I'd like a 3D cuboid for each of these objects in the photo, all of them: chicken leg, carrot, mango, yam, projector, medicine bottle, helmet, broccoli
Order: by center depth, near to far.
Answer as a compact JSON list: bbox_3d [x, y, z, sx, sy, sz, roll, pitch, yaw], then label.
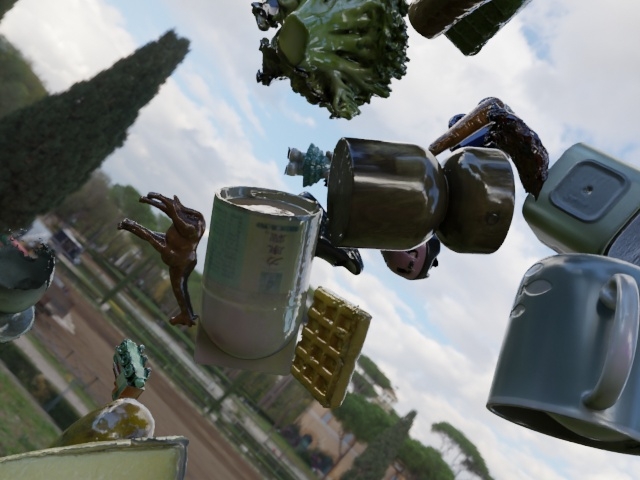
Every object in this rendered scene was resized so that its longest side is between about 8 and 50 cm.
[{"bbox_3d":[0.241,-0.347,0.811,0.081,0.081,0.357,50,-30,-16],"label":"yam"},{"bbox_3d":[0.016,-0.421,1.288,0.272,0.334,0.324,5,48,-40],"label":"broccoli"},{"bbox_3d":[-0.144,0.102,1.398,0.236,0.236,0.406,28,-66,47],"label":"medicine bottle"},{"bbox_3d":[0.443,-0.205,1.429,0.234,0.063,0.105,52,-45,8],"label":"chicken leg"},{"bbox_3d":[-0.526,0.489,1.442,0.176,0.329,0.175,50,-1,-37],"label":"mango"},{"bbox_3d":[0.351,-0.272,1.576,0.059,0.248,0.059,55,-2,3],"label":"carrot"},{"bbox_3d":[0.693,-0.062,1.581,0.248,0.248,0.249,40,2,-45],"label":"projector"},{"bbox_3d":[0.238,0.003,1.839,0.253,0.154,0.198,57,-41,45],"label":"helmet"}]

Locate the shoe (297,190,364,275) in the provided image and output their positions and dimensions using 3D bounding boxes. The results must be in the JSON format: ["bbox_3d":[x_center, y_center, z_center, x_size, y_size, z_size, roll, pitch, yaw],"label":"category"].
[{"bbox_3d":[0.000,0.000,1.516,0.241,0.093,0.108,53,-18,6],"label":"shoe"}]

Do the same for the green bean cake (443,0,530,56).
[{"bbox_3d":[0.334,-0.464,1.140,0.125,0.222,0.248,45,-11,1],"label":"green bean cake"}]

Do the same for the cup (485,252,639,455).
[{"bbox_3d":[0.426,0.161,1.006,0.259,0.274,0.356,14,-20,12],"label":"cup"}]

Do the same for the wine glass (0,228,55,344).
[{"bbox_3d":[-0.841,0.130,1.738,0.190,0.190,0.357,44,-46,4],"label":"wine glass"}]

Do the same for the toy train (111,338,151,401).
[{"bbox_3d":[-0.539,0.361,1.781,0.074,0.118,0.176,28,16,-43],"label":"toy train"}]

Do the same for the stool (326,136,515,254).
[{"bbox_3d":[0.153,-0.070,1.037,0.264,0.179,0.179,3,-11,-11],"label":"stool"}]

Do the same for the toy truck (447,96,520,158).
[{"bbox_3d":[0.463,-0.275,1.769,0.161,0.213,0.177,61,1,-37],"label":"toy truck"}]

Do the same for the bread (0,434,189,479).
[{"bbox_3d":[-0.402,0.461,0.938,0.242,0.345,0.405,-6,-20,14],"label":"bread"}]

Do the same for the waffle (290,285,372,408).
[{"bbox_3d":[0.021,0.257,1.573,0.055,0.248,0.221,16,6,-31],"label":"waffle"}]

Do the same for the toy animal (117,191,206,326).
[{"bbox_3d":[-0.272,0.038,1.170,0.230,0.224,0.066,38,18,-19],"label":"toy animal"}]

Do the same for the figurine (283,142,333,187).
[{"bbox_3d":[0.030,-0.175,1.656,0.245,0.138,0.110,10,-2,-3],"label":"figurine"}]
